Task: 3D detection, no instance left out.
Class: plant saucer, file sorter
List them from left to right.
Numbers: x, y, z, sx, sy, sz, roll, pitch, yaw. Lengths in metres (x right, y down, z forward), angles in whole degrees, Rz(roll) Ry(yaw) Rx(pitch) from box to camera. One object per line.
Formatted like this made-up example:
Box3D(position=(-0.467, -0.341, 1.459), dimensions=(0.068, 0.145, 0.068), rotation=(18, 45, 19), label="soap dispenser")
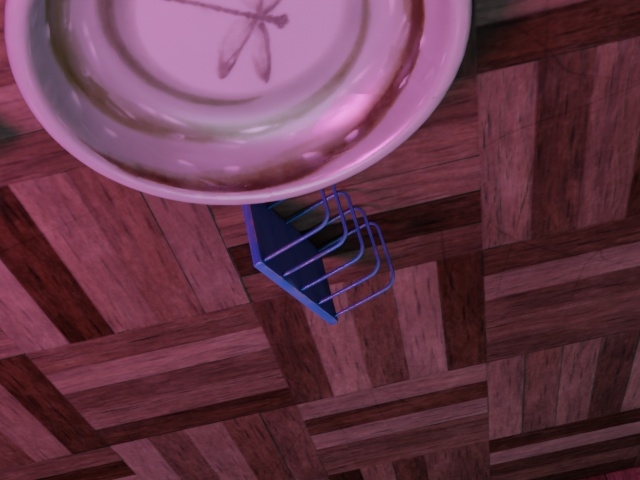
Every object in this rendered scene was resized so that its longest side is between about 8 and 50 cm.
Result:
Box3D(position=(-0.070, -0.195, 0.777), dimensions=(0.400, 0.101, 0.401), rotation=(-7, 142, -6), label="plant saucer")
Box3D(position=(0.000, 0.000, 1.034), dimensions=(0.104, 0.118, 0.170), rotation=(-29, 140, 17), label="file sorter")
